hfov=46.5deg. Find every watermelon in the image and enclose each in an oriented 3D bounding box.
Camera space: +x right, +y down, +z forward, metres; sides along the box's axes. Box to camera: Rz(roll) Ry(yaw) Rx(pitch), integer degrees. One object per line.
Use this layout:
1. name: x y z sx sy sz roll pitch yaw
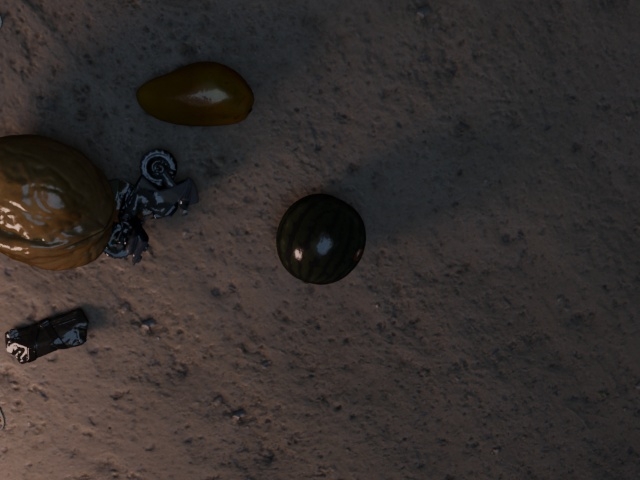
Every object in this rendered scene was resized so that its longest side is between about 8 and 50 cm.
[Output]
1. watermelon: 0.000 0.000 1.716 0.212 0.212 0.212 -3 107 -10

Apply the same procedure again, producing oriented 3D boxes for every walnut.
1. walnut: -0.574 -0.079 1.539 0.313 0.252 0.277 21 111 11

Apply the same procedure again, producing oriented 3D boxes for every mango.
1. mango: -0.270 -0.317 1.616 0.253 0.113 0.139 0 111 -4

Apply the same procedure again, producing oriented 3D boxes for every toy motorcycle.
1. toy motorcycle: -0.375 -0.065 1.670 0.159 0.106 0.270 28 94 -15

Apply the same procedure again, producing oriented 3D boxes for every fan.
1. fan: -0.497 -0.092 1.691 0.226 0.008 0.152 38 96 -20

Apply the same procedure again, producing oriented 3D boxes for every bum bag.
1. bum bag: -0.634 0.225 1.742 0.197 0.049 0.087 -19 85 -5

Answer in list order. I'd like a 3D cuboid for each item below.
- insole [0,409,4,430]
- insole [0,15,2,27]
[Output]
1. insole: -0.817 0.379 1.773 0.065 0.004 0.197 -26 110 -2
2. insole: -0.774 -0.463 1.525 0.232 0.003 0.080 7 105 -13
